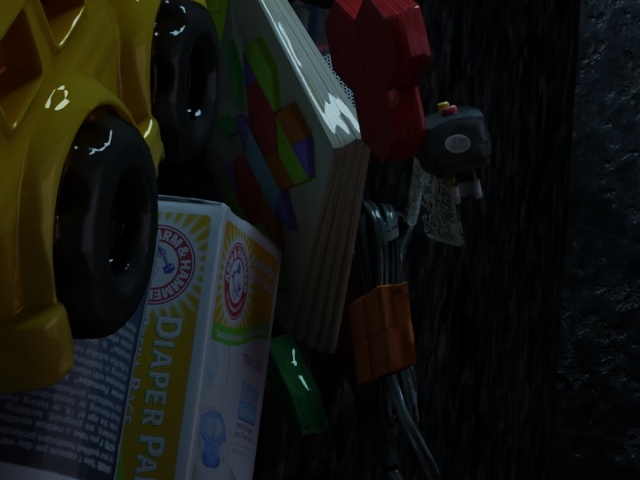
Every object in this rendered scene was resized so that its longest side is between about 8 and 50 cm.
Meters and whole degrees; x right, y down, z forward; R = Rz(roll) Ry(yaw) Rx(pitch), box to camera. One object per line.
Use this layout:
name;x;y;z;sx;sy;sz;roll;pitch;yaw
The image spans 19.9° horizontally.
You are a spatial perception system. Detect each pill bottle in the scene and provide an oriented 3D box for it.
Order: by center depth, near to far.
pill bottle;-0.132;0.070;0.749;0.108;0.108;0.180;52;44;-68

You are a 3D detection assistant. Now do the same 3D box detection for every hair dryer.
hair dryer;0.000;0.000;1.046;0.293;0.080;0.224;-138;-125;-65

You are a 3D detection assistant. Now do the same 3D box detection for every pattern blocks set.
pattern blocks set;-0.021;-0.043;0.971;0.285;0.026;0.325;-125;-152;-44

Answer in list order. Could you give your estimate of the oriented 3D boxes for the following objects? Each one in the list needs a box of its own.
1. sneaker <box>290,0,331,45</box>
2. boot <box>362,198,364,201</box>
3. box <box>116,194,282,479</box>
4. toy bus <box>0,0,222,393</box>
sneaker;0.035;-0.130;1.347;0.190;0.082;0.071;9;84;-76
boot;0.019;-0.017;1.374;0.158;0.059;0.085;-1;90;-73
box;-0.093;0.085;0.903;0.114;0.103;0.203;44;52;-71
toy bus;-0.132;-0.089;0.624;0.220;0.149;0.211;-69;159;-49
